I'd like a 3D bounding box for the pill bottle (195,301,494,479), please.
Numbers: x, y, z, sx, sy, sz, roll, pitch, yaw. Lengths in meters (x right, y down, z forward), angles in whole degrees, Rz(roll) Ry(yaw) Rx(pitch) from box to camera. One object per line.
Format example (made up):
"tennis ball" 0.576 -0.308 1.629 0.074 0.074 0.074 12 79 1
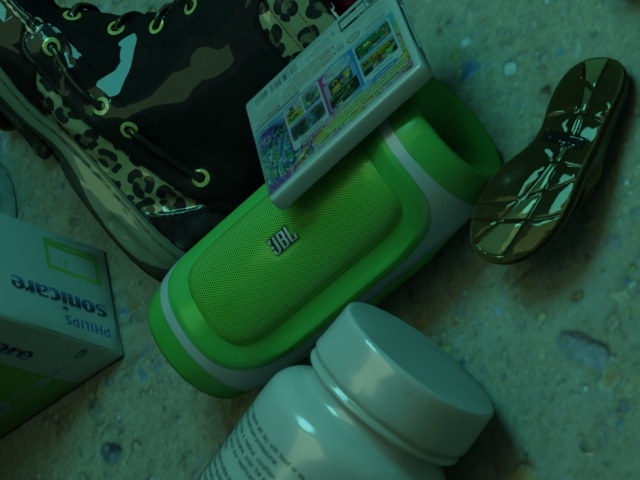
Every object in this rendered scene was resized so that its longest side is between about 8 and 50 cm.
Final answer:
"pill bottle" -0.008 0.195 1.424 0.283 0.160 0.160 -54 47 13

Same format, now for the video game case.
"video game case" 0.011 -0.114 1.468 0.157 0.019 0.143 -41 33 17

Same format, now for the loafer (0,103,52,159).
"loafer" -0.303 -0.137 1.883 0.170 0.062 0.061 34 103 45

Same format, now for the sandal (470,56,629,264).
"sandal" 0.180 -0.054 1.433 0.072 0.049 0.180 23 75 39

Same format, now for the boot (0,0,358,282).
"boot" -0.135 -0.182 1.629 0.284 0.138 0.377 -40 81 20

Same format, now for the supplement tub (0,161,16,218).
"supplement tub" -0.475 -0.042 1.814 0.235 0.325 0.235 -16 64 37

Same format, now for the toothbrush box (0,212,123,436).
"toothbrush box" -0.354 0.096 1.739 0.283 0.206 0.122 -33 55 30

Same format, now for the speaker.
"speaker" 0.000 0.000 1.515 0.296 0.131 0.131 -41 52 24
